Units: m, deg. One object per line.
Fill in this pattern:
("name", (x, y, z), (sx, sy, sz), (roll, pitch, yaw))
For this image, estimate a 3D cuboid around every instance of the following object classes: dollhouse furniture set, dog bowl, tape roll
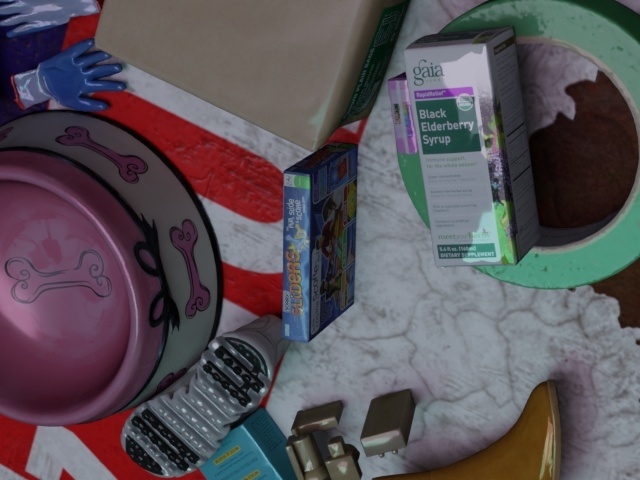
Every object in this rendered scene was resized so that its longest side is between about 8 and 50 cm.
("dollhouse furniture set", (0.052, 0.268, 1.920), (0.151, 0.144, 0.123), (-17, 105, 14))
("dog bowl", (-0.335, 0.050, 2.006), (0.407, 0.150, 0.408), (8, 111, 22))
("tape roll", (0.241, -0.109, 1.725), (0.321, 0.077, 0.321), (8, 111, 22))

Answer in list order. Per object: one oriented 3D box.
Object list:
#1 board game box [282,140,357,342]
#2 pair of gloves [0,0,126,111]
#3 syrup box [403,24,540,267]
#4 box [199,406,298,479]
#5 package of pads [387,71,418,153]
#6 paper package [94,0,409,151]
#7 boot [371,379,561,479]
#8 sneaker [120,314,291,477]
("board game box", (0.000, 0.000, 1.840), (0.035, 0.136, 0.201), (9, 110, 22))
("pair of gloves", (-0.326, -0.243, 1.950), (0.159, 0.023, 0.198), (-8, 116, 20))
("syrup box", (0.159, -0.098, 1.668), (0.093, 0.096, 0.237), (-2, 107, 26))
("box", (-0.048, 0.340, 2.023), (0.100, 0.060, 0.244), (-36, 90, 30))
("package of pads", (0.099, -0.137, 1.708), (0.032, 0.050, 0.083), (0, 107, 32))
("paper package", (-0.052, -0.310, 1.740), (0.309, 0.168, 0.325), (27, 116, 15))
("boot", (0.165, 0.283, 1.855), (0.211, 0.104, 0.295), (6, 119, 3))
("sneaker", (-0.137, 0.194, 1.984), (0.110, 0.118, 0.292), (47, 123, -3))
